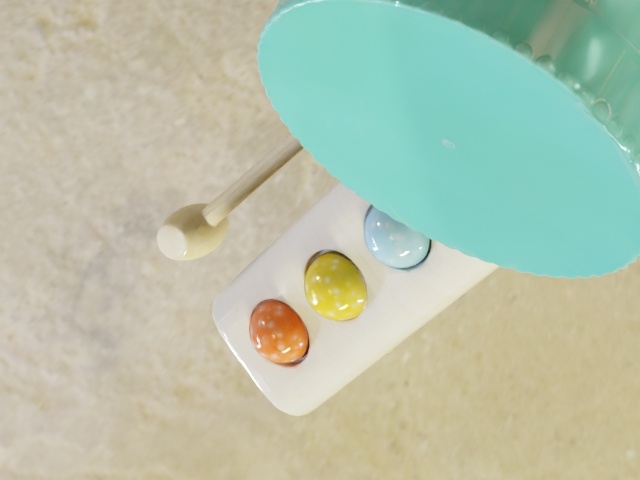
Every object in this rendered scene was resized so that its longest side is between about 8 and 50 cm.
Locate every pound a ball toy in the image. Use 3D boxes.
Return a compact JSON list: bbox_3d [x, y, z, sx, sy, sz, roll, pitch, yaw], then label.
[{"bbox_3d":[0.000,0.000,1.298,0.208,0.135,0.319,53,131,5],"label":"pound a ball toy"}]

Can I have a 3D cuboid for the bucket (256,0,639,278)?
[{"bbox_3d":[0.110,-0.120,0.918,0.281,0.183,0.281,26,157,12],"label":"bucket"}]
